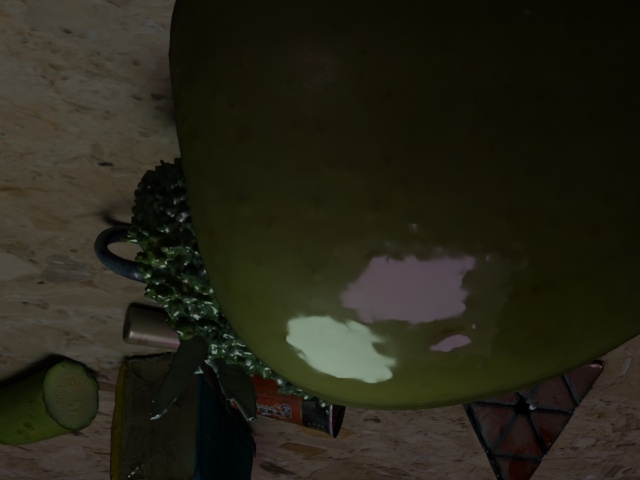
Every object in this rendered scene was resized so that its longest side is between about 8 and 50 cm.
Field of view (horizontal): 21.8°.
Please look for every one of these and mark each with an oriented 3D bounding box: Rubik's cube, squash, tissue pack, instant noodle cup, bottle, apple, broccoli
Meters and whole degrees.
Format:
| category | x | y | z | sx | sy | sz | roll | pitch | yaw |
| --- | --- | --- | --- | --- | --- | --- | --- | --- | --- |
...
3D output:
| category | x | y | z | sx | sy | sz | roll | pitch | yaw |
| --- | --- | --- | --- | --- | --- | --- | --- | --- | --- |
| Rubik's cube | 0.228 | 0.243 | 2.123 | 0.211 | 0.190 | 0.178 | 11 | 166 | -3 |
| squash | -0.381 | 0.225 | 2.193 | 0.095 | 0.095 | 0.188 | 28 | 145 | -34 |
| tissue pack | -0.180 | 0.288 | 2.176 | 0.134 | 0.192 | 0.271 | -5 | 147 | 12 |
| instant noodle cup | -0.038 | 0.174 | 2.052 | 0.136 | 0.127 | 0.127 | 7 | 150 | 9 |
| bottle | -0.190 | 0.111 | 2.020 | 0.096 | 0.045 | 0.045 | 11 | 148 | -14 |
| apple | 0.102 | -0.091 | 1.278 | 0.474 | 0.473 | 0.473 | 3 | 149 | 2 |
| broccoli | 0.005 | -0.010 | 1.623 | 0.375 | 0.302 | 0.249 | 18 | 124 | -3 |

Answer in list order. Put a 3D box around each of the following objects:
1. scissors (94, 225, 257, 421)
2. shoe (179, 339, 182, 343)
| category | x | y | z | sx | sy | sz | roll | pitch | yaw |
| --- | --- | --- | --- | --- | --- | --- | --- | --- | --- |
| scissors | -0.119 | 0.084 | 1.700 | 0.256 | 0.383 | 0.029 | 8 | 116 | -5 |
| shoe | -0.083 | 0.104 | 1.980 | 0.169 | 0.071 | 0.099 | -17 | 146 | 24 |
